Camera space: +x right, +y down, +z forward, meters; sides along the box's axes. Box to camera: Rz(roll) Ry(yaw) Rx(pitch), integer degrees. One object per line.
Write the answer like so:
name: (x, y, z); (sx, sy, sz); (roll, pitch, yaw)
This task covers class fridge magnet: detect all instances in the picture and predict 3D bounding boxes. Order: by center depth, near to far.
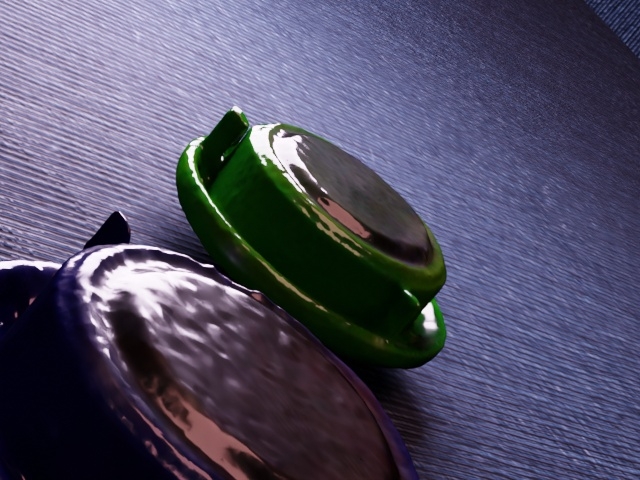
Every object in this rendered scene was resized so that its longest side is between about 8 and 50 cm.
fridge magnet: (-0.055, 0.099, 0.856); (0.265, 0.113, 0.265); (34, 21, -15)
fridge magnet: (0.000, 0.000, 1.234); (0.208, 0.088, 0.208); (35, 18, -13)
